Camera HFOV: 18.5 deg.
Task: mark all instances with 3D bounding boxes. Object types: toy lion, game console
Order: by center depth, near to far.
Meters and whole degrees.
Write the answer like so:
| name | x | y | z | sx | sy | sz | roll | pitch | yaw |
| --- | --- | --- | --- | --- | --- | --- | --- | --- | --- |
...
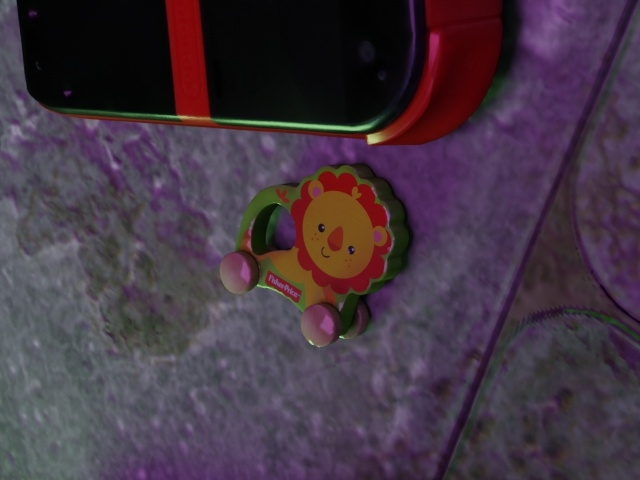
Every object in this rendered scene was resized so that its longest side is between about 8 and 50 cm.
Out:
| name | x | y | z | sx | sy | sz | roll | pitch | yaw |
| --- | --- | --- | --- | --- | --- | --- | --- | --- | --- |
| game console | -0.056 | -0.245 | 1.013 | 0.342 | 0.060 | 0.386 | 9 | 108 | 46 |
| toy lion | 0.000 | 0.000 | 1.049 | 0.100 | 0.034 | 0.096 | 30 | 115 | 32 |
